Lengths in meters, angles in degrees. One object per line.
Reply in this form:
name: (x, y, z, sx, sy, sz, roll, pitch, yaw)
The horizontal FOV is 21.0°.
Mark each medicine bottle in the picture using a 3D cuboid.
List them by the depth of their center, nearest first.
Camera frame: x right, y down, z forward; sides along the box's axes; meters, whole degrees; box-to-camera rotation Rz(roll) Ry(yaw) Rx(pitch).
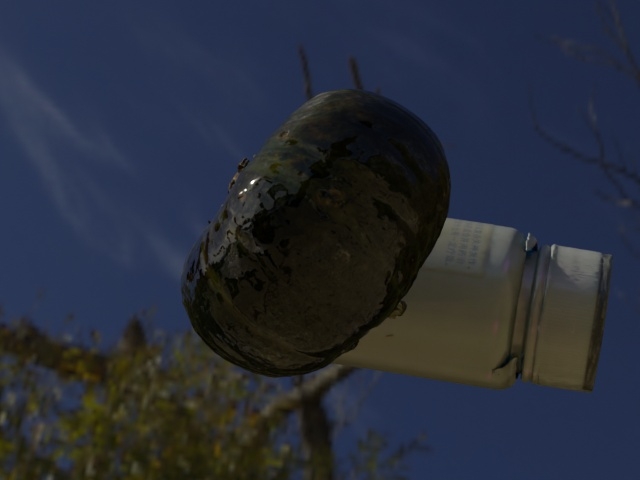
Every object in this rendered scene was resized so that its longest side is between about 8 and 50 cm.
medicine bottle: (0.116, 0.052, 1.488, 0.258, 0.143, 0.143, 8, -44, 10)

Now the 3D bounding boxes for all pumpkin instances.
pumpkin: (0.000, 0.000, 1.215, 0.157, 0.223, 0.223, 41, -50, -3)
